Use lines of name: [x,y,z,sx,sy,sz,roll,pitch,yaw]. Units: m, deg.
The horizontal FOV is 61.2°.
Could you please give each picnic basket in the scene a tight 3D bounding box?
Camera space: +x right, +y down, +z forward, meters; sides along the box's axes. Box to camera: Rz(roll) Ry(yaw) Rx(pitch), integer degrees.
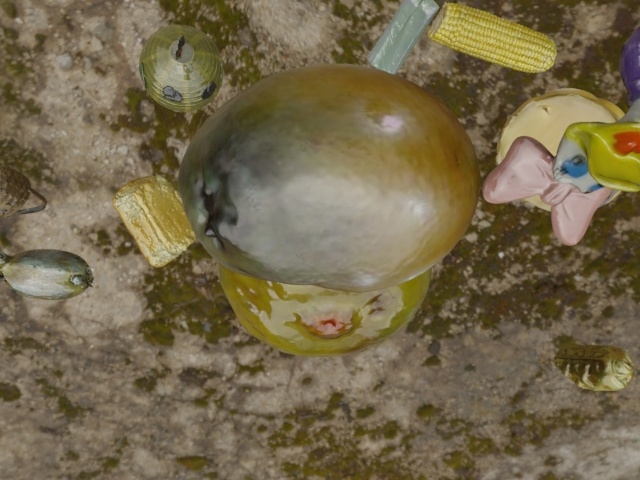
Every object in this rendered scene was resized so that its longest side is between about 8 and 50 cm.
picnic basket: [-0.393,-0.054,0.686,0.072,0.072,0.083,-22,155,5]

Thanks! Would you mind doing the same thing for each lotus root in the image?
lotus root: [-0.465,0.056,0.904,0.165,0.088,0.088,9,118,-28]

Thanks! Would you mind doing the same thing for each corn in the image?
corn: [0.321,-0.373,1.002,0.248,0.081,0.081,12,116,-15]

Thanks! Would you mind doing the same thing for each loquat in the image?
loquat: [0.007,-0.046,0.420,0.227,0.179,0.179,2,119,-15]

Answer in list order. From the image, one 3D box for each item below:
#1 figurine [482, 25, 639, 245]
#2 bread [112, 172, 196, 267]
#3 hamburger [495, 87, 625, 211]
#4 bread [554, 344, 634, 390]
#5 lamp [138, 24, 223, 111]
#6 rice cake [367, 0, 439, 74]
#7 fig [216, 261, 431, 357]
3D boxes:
figurine: [0.345,-0.175,0.529,0.154,0.193,0.421,28,107,-12]
bread: [-0.441,-0.057,1.471,0.121,0.174,0.245,-4,121,41]
hamburger: [0.541,-0.203,1.195,0.276,0.237,0.276,10,111,28]
bread: [0.405,0.187,0.797,0.060,0.110,0.066,39,66,-18]
lamp: [-0.398,-0.509,1.566,0.250,0.284,0.250,2,82,-14]
rice cake: [0.179,-0.459,1.208,0.080,0.042,0.222,48,149,5]
fig: [0.009,-0.002,0.832,0.343,0.343,0.343,-3,119,-6]
